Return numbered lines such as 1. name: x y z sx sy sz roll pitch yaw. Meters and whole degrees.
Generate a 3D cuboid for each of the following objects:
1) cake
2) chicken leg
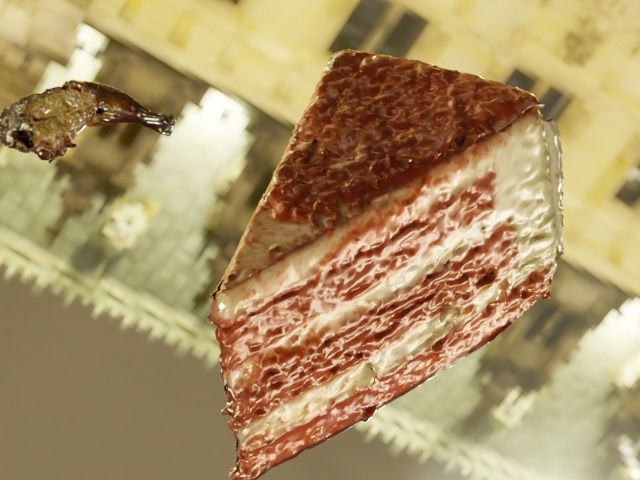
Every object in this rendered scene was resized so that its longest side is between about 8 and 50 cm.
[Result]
1. cake: 0.000 0.000 1.158 0.262 0.158 0.160 -29 -139 -29
2. chicken leg: -0.190 -0.099 1.539 0.037 0.145 0.062 31 -134 -84
